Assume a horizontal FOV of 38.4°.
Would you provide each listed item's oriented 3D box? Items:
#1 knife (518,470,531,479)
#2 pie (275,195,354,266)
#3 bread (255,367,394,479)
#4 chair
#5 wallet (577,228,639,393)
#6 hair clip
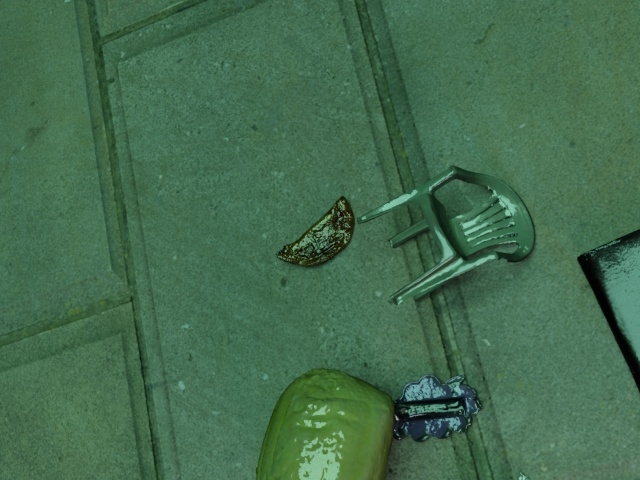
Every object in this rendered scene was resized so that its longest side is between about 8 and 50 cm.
[{"bbox_3d":[0.441,0.529,1.609,0.047,0.017,0.298,-41,61,4],"label":"knife"},{"bbox_3d":[0.003,0.000,1.918,0.191,0.033,0.088,-40,72,0],"label":"pie"},{"bbox_3d":[0.001,0.394,1.662,0.237,0.320,0.321,12,80,8],"label":"bread"},{"bbox_3d":[0.250,-0.012,1.758,0.274,0.190,0.203,-28,68,20],"label":"chair"},{"bbox_3d":[0.600,0.137,1.641,0.172,0.045,0.318,-24,69,15],"label":"wallet"},{"bbox_3d":[0.208,0.316,1.742,0.195,0.052,0.124,-12,77,12],"label":"hair clip"}]
